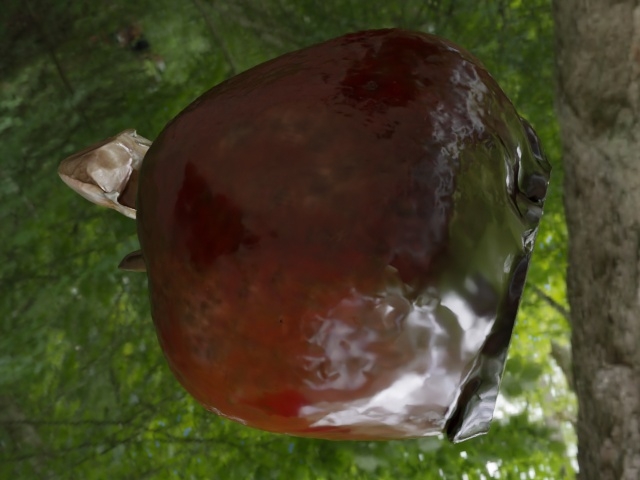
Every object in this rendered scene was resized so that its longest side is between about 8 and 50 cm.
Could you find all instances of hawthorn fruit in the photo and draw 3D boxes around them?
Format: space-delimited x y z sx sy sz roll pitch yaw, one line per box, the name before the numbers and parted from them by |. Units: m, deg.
hawthorn fruit | 0.000 0.000 0.450 0.249 0.215 0.215 -11 -154 26

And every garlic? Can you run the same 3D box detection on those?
garlic | -0.254 -0.074 1.097 0.124 0.174 0.099 -20 -132 51
